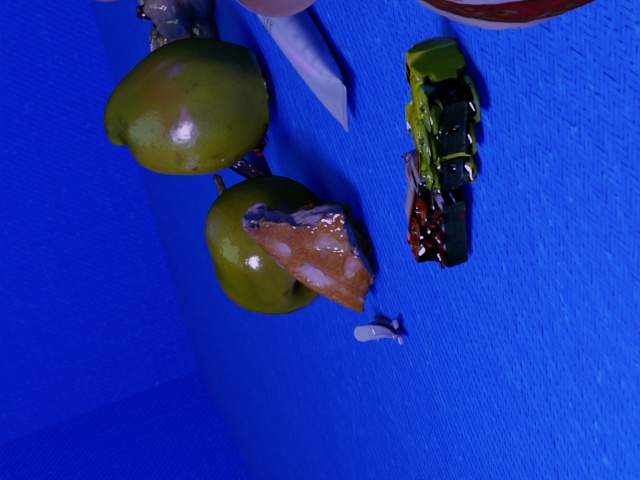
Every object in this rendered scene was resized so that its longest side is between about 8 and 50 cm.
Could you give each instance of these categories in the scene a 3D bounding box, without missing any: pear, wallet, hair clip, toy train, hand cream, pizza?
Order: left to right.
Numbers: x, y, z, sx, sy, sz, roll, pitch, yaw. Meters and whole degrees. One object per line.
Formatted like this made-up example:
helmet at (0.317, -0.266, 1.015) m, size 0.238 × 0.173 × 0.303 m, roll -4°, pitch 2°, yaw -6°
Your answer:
pear at (-0.176, -0.169, 1.825) m, size 0.187 × 0.220 × 0.187 m, roll 161°, pitch 90°, yaw -87°
wallet at (-0.117, -0.109, 2.081) m, size 0.082 × 0.018 × 0.157 m, roll 30°, pitch 178°, yaw -17°
pear at (-0.077, -0.006, 1.766) m, size 0.216 × 0.166 × 0.180 m, roll 40°, pitch 168°, yaw 35°
hand cream at (-0.019, -0.209, 1.482) m, size 0.205 × 0.050 × 0.078 m, roll 59°, pitch 165°, yaw 29°
pizza at (0.000, 0.000, 1.607) m, size 0.182 × 0.062 × 0.161 m, roll 31°, pitch 150°, yaw -4°
hair clip at (0.071, 0.108, 1.625) m, size 0.030 × 0.039 × 0.115 m, roll 65°, pitch 166°, yaw -3°
toy train at (0.099, -0.064, 1.176) m, size 0.249 × 0.053 × 0.085 m, roll 87°, pitch 167°, yaw -57°

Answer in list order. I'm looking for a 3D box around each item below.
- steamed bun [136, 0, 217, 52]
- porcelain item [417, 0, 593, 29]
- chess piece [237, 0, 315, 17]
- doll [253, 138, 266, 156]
steamed bun at (-0.230, -0.361, 2.047) m, size 0.177 × 0.106 × 0.192 m, roll 99°, pitch 151°, yaw -64°
porcelain item at (0.053, -0.213, 0.689) m, size 0.253 × 0.253 × 0.252 m, roll 160°, pitch 90°, yaw -79°
chess piece at (-0.097, -0.341, 1.473) m, size 0.397 × 0.117 × 0.117 m, roll -128°, pitch 21°, yaw -60°
doll at (-0.122, -0.162, 2.023) m, size 0.109 × 0.057 × 0.169 m, roll 56°, pitch 160°, yaw -21°
